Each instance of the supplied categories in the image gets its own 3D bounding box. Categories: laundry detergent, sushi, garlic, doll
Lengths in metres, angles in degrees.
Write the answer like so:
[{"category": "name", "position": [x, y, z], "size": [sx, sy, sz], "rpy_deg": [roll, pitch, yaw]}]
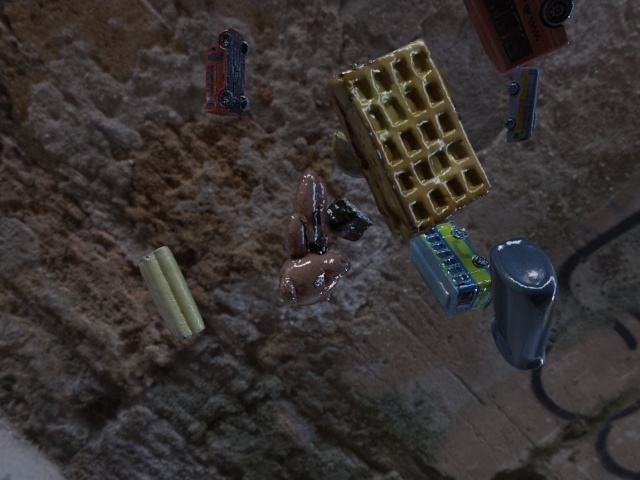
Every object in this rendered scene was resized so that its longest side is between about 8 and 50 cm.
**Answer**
[{"category": "laundry detergent", "position": [0.254, 0.096, 0.649], "size": [0.097, 0.061, 0.206], "rpy_deg": [-116, -175, -48]}, {"category": "sushi", "position": [0.102, -0.081, 1.944], "size": [0.136, 0.126, 0.225], "rpy_deg": [44, 12, 26]}, {"category": "garlic", "position": [0.104, -0.244, 1.562], "size": [0.195, 0.101, 0.087], "rpy_deg": [35, 31, 9]}, {"category": "doll", "position": [0.000, 0.000, 1.141], "size": [0.156, 0.304, 0.201], "rpy_deg": [7, -1, 24]}]

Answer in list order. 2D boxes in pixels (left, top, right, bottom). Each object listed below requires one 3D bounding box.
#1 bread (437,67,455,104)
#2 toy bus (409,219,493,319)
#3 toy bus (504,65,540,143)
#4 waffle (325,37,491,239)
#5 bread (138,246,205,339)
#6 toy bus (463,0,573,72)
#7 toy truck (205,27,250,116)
[{"category": "bread", "position": [0.295, -0.421, 1.481], "size": [0.160, 0.140, 0.169], "rpy_deg": [20, 42, -35]}, {"category": "toy bus", "position": [0.445, 0.093, 1.743], "size": [0.152, 0.190, 0.312], "rpy_deg": [91, -20, -45]}, {"category": "toy bus", "position": [0.516, -0.345, 1.315], "size": [0.064, 0.075, 0.191], "rpy_deg": [-29, 122, -64]}, {"category": "waffle", "position": [0.166, -0.188, 0.962], "size": [0.328, 0.224, 0.098], "rpy_deg": [63, -23, -7]}, {"category": "bread", "position": [-0.298, 0.109, 1.019], "size": [0.139, 0.060, 0.178], "rpy_deg": [-25, -89, 61]}, {"category": "toy bus", "position": [0.465, -0.668, 1.315], "size": [0.427, 0.232, 0.203], "rpy_deg": [55, 23, -24]}, {"category": "toy truck", "position": [-0.294, -0.517, 1.595], "size": [0.107, 0.114, 0.253], "rpy_deg": [-11, 103, -65]}]
